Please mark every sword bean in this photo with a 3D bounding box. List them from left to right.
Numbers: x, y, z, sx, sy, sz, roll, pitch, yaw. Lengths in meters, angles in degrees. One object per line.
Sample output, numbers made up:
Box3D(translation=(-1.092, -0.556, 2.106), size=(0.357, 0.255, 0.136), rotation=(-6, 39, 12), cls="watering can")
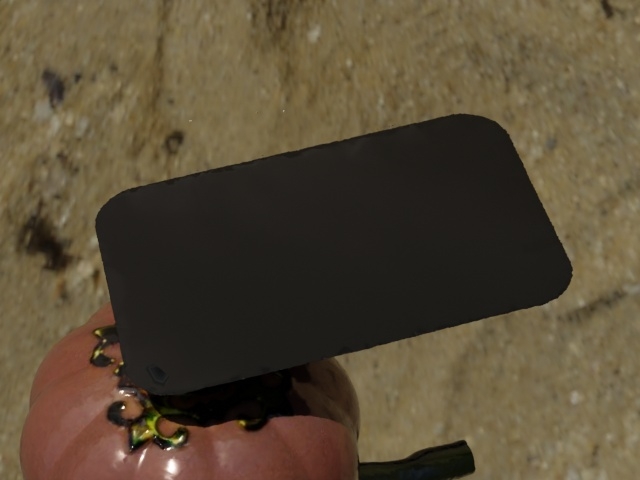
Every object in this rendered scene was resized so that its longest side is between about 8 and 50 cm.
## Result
Box3D(translation=(0.031, 0.238, 1.628), size=(0.269, 0.043, 0.038), rotation=(-7, 108, -19), cls="sword bean")

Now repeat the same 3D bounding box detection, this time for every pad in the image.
Box3D(translation=(0.000, -0.001, 1.417), size=(0.375, 0.315, 0.063), rotation=(-12, 137, -6), cls="pad")

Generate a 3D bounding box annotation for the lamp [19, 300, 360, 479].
Box3D(translation=(-0.113, 0.186, 1.450), size=(0.305, 0.305, 0.240), rotation=(1, 135, -4), cls="lamp")
